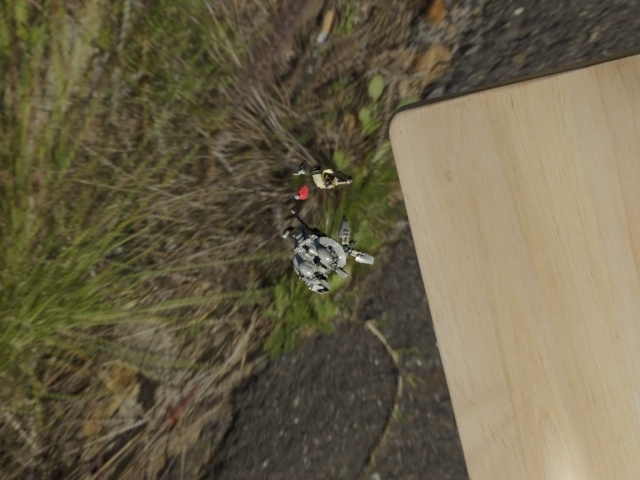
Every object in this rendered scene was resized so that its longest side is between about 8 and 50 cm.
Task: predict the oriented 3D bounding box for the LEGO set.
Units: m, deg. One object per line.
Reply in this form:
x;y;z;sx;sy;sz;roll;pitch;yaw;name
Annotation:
-0.002;-0.001;0.631;0.054;0.023;0.083;1;122;33;LEGO set

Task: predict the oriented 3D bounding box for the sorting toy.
0.185;0.027;0.600;0.255;0.089;0.257;-13;101;5;sorting toy
